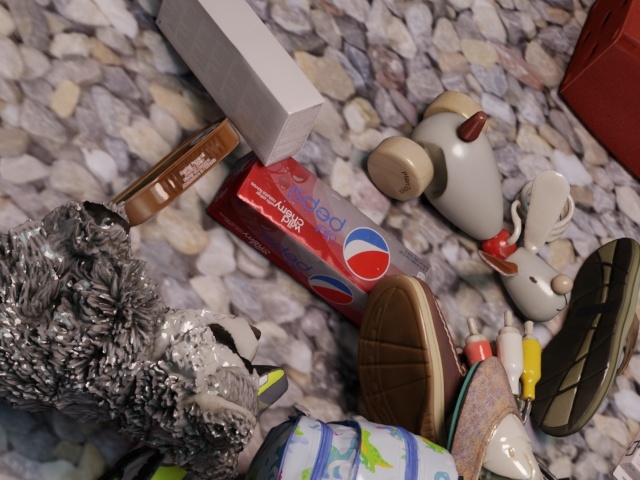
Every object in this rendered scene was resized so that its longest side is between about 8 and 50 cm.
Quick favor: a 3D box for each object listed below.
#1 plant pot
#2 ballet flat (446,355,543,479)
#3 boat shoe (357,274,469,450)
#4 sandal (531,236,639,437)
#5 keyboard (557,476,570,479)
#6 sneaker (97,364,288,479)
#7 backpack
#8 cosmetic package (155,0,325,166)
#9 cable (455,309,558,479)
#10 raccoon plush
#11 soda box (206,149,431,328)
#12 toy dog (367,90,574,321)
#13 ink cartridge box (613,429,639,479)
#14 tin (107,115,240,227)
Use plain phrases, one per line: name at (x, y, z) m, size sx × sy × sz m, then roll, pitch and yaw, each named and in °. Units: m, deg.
plant pot at (0.490, -0.251, 2.050) m, size 0.236 × 0.267 × 0.267 m, roll 29°, pitch 64°, yaw -7°
ballet flat at (0.185, 0.285, 1.643) m, size 0.107 × 0.106 × 0.316 m, roll 36°, pitch 67°, yaw -54°
boat shoe at (0.139, 0.200, 1.753) m, size 0.123 × 0.123 × 0.342 m, roll -16°, pitch 95°, yaw -42°
sandal at (0.372, 0.131, 1.955) m, size 0.086 × 0.120 × 0.303 m, roll 45°, pitch 58°, yaw -29°
keyboard at (0.183, 0.334, 1.835) m, size 0.317 × 0.033 × 0.201 m, roll -3°, pitch 80°, yaw -32°
sneaker at (-0.136, 0.250, 1.639) m, size 0.300 × 0.111 × 0.121 m, roll -44°, pitch 115°, yaw -29°
backpack at (0.014, 0.309, 1.532) m, size 0.273 × 0.355 × 0.290 m, roll 29°, pitch 72°, yaw -22°
cosmetic package at (-0.096, -0.209, 1.723) m, size 0.060 × 0.099 × 0.239 m, roll -23°, pitch 66°, yaw -35°
cable at (0.235, 0.224, 1.839) m, size 0.139 × 0.072 × 0.287 m, roll 3°, pitch 58°, yaw -28°
raccoon plush at (-0.273, 0.169, 1.498) m, size 0.446 × 0.216 × 0.299 m, roll -31°, pitch 76°, yaw -5°
soda box at (0.000, 0.000, 1.783) m, size 0.263 × 0.083 × 0.092 m, roll 38°, pitch 61°, yaw -16°
toy dog at (0.226, -0.055, 1.885) m, size 0.334 × 0.161 × 0.220 m, roll 32°, pitch 64°, yaw -20°
ink cartridge box at (0.432, 0.296, 1.992) m, size 0.048 × 0.028 × 0.083 m, roll 47°, pitch 60°, yaw -12°
tin at (-0.168, -0.075, 1.692) m, size 0.190 × 0.106 × 0.040 m, roll -43°, pitch 108°, yaw -31°
